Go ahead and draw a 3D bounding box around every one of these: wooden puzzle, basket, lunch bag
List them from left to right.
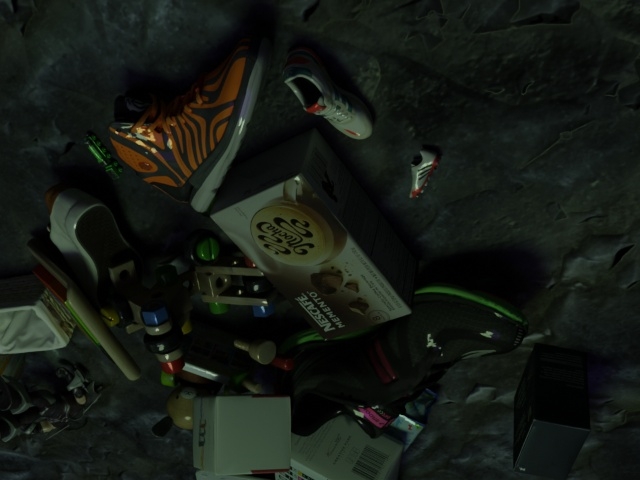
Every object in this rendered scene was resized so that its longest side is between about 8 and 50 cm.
[{"bbox_3d":[-0.538,0.131,1.551,0.167,0.103,0.113,-9,129,21],"label":"basket"},{"bbox_3d":[-0.411,0.120,1.444,0.239,0.044,0.221,34,157,50],"label":"wooden puzzle"},{"bbox_3d":[0.119,0.305,1.553,0.151,0.096,0.128,30,139,6],"label":"lunch bag"}]

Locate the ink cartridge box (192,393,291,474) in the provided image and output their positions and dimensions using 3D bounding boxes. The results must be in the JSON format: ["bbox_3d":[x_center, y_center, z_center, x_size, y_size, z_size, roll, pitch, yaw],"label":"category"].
[{"bbox_3d":[-0.137,0.324,1.431,0.128,0.127,0.176,2,170,-20],"label":"ink cartridge box"}]

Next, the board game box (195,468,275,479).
[{"bbox_3d":[-0.074,0.648,1.953,0.390,0.050,0.389,7,134,9],"label":"board game box"}]

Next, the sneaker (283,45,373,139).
[{"bbox_3d":[0.007,-0.180,1.130,0.057,0.075,0.161,-27,121,34],"label":"sneaker"}]

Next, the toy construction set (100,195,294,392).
[{"bbox_3d":[-0.209,0.112,1.394,0.237,0.257,0.309,9,146,45],"label":"toy construction set"}]

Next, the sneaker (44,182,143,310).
[{"bbox_3d":[-0.382,0.010,1.422,0.123,0.106,0.290,34,148,27],"label":"sneaker"}]

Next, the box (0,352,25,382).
[{"bbox_3d":[-0.710,0.244,1.695,0.203,0.114,0.103,18,133,-2],"label":"box"}]

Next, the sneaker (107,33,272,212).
[{"bbox_3d":[-0.191,-0.173,1.157,0.180,0.124,0.321,25,134,-10],"label":"sneaker"}]

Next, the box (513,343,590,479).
[{"bbox_3d":[0.383,0.288,1.414,0.093,0.158,0.156,10,135,6],"label":"box"}]

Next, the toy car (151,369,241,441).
[{"bbox_3d":[-0.238,0.287,1.558,0.155,0.188,0.148,9,134,6],"label":"toy car"}]

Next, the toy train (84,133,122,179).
[{"bbox_3d":[-0.336,-0.129,1.307,0.017,0.023,0.083,-16,127,27],"label":"toy train"}]

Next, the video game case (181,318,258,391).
[{"bbox_3d":[-0.186,0.199,1.495,0.157,0.143,0.019,20,113,-3],"label":"video game case"}]

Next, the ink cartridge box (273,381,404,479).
[{"bbox_3d":[0.001,0.439,1.606,0.272,0.130,0.309,24,146,18],"label":"ink cartridge box"}]

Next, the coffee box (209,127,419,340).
[{"bbox_3d":[0.000,0.000,1.272,0.168,0.118,0.297,-21,124,29],"label":"coffee box"}]

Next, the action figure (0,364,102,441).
[{"bbox_3d":[-0.555,0.327,1.686,0.099,0.285,0.185,42,95,21],"label":"action figure"}]

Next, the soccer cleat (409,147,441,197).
[{"bbox_3d":[0.141,-0.096,1.209,0.036,0.029,0.083,28,131,0],"label":"soccer cleat"}]

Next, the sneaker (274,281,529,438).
[{"bbox_3d":[0.126,0.212,1.365,0.483,0.202,0.185,-26,137,36],"label":"sneaker"}]

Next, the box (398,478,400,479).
[{"bbox_3d":[0.139,0.642,1.797,0.059,0.183,0.232,3,132,15],"label":"box"}]
